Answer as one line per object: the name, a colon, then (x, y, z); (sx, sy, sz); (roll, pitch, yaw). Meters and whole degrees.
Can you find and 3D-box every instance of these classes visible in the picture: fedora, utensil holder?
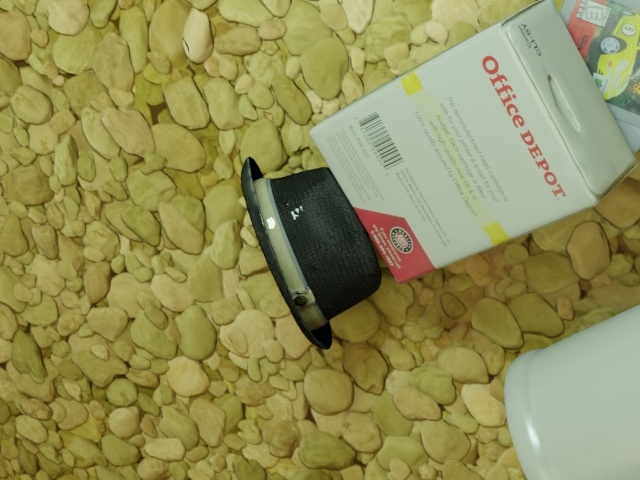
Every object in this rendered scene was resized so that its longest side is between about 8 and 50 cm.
fedora: (0.000, 0.000, 1.910); (0.153, 0.334, 0.334); (-22, 101, 5)
utensil holder: (0.513, 0.237, 1.725); (0.385, 0.327, 0.327); (-31, 96, 28)

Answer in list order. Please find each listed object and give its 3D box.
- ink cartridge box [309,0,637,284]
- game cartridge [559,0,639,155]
ink cartridge box: (0.218, -0.136, 1.755); (0.385, 0.160, 0.279); (-24, 99, 43)
game cartridge: (0.424, -0.267, 1.712); (0.196, 0.060, 0.294); (21, 118, 11)
